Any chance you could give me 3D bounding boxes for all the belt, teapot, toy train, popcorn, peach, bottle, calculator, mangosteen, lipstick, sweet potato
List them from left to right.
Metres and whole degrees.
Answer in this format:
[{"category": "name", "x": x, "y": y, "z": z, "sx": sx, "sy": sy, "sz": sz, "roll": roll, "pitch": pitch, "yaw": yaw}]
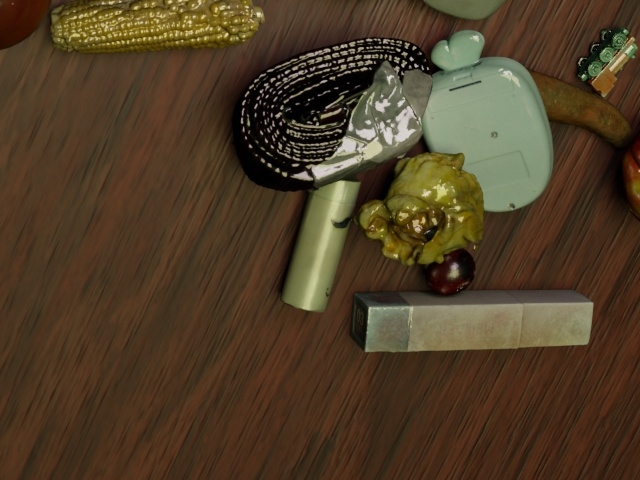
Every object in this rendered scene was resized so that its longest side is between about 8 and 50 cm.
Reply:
[{"category": "teapot", "x": -0.437, "y": -0.302, "z": 1.730, "sx": 0.178, "sy": 0.135, "sz": 0.252, "roll": 17, "pitch": 109, "yaw": -19}, {"category": "bottle", "x": 0.000, "y": 0.000, "z": 1.986, "sx": 0.072, "sy": 0.072, "sz": 0.202, "roll": 12, "pitch": 102, "yaw": -20}, {"category": "belt", "x": 0.022, "y": -0.177, "z": 1.873, "sx": 0.289, "sy": 0.164, "sz": 0.184, "roll": -22, "pitch": 84, "yaw": -12}, {"category": "popcorn", "x": 0.143, "y": -0.033, "z": 1.962, "sx": 0.195, "sy": 0.173, "sz": 0.168, "roll": -42, "pitch": 152, "yaw": -38}, {"category": "mangosteen", "x": 0.196, "y": 0.043, "z": 2.057, "sx": 0.081, "sy": 0.081, "sz": 0.081, "roll": -5, "pitch": 107, "yaw": -16}, {"category": "lipstick", "x": 0.234, "y": 0.122, "z": 2.089, "sx": 0.371, "sy": 0.080, "sz": 0.076, "roll": 0, "pitch": 104, "yaw": -17}, {"category": "calculator", "x": 0.238, "y": -0.168, "z": 1.985, "sx": 0.184, "sy": 0.042, "sz": 0.295, "roll": -15, "pitch": 118, "yaw": 20}, {"category": "sweet potato", "x": 0.369, "y": -0.203, "z": 2.045, "sx": 0.273, "sy": 0.075, "sz": 0.075, "roll": 15, "pitch": 101, "yaw": -25}, {"category": "toy train", "x": 0.437, "y": -0.274, "z": 2.057, "sx": 0.064, "sy": 0.044, "sz": 0.103, "roll": 39, "pitch": 94, "yaw": -26}, {"category": "peach", "x": 0.558, "y": -0.108, "z": 2.074, "sx": 0.197, "sy": 0.197, "sz": 0.197, "roll": -5, "pitch": 107, "yaw": -16}]

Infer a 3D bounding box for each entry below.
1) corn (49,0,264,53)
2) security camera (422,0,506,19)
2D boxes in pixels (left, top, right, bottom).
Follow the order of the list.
[{"category": "corn", "x": -0.219, "y": -0.296, "z": 1.828, "sx": 0.288, "sy": 0.086, "sz": 0.087, "roll": -6, "pitch": 107, "yaw": -13}, {"category": "security camera", "x": 0.148, "y": -0.393, "z": 1.867, "sx": 0.301, "sy": 0.080, "sz": 0.157, "roll": 8, "pitch": 140, "yaw": -34}]
